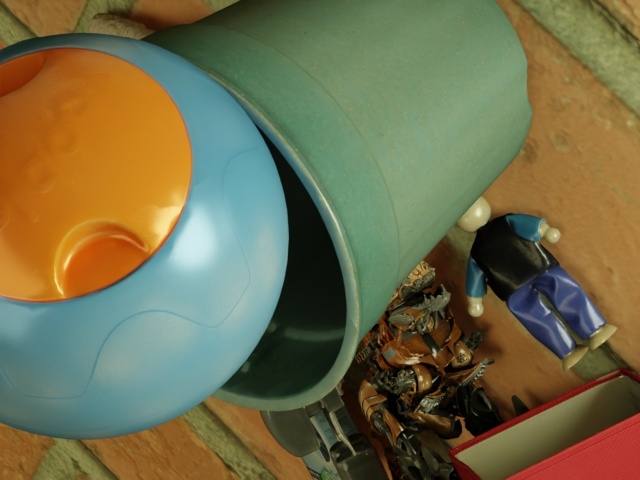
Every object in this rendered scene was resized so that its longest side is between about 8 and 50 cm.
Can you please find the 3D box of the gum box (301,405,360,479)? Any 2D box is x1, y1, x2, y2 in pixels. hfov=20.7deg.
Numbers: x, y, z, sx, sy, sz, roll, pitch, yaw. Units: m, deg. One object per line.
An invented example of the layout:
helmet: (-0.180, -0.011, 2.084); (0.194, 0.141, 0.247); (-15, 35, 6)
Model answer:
gum box: (-0.006, 0.198, 1.934); (0.184, 0.041, 0.157); (62, 163, -12)

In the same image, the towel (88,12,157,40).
towel: (-0.163, -0.099, 1.865); (0.187, 0.049, 0.282); (23, 134, 47)

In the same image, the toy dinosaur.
toy dinosaur: (0.115, 0.164, 1.787); (0.218, 0.164, 0.322); (42, 166, 32)

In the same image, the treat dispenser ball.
treat dispenser ball: (-0.167, -0.003, 1.245); (0.288, 0.288, 0.288); (25, 135, 28)

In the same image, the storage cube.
storage cube: (0.251, 0.250, 1.583); (0.193, 0.215, 0.184); (64, 175, -6)

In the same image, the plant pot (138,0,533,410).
plant pot: (-0.006, -0.082, 1.523); (0.341, 0.334, 0.341); (25, 134, 29)

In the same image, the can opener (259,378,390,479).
can opener: (0.024, 0.239, 1.829); (0.280, 0.093, 0.074); (61, 179, -14)

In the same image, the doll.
doll: (0.188, 0.035, 1.650); (0.189, 0.046, 0.129); (51, 123, 4)
